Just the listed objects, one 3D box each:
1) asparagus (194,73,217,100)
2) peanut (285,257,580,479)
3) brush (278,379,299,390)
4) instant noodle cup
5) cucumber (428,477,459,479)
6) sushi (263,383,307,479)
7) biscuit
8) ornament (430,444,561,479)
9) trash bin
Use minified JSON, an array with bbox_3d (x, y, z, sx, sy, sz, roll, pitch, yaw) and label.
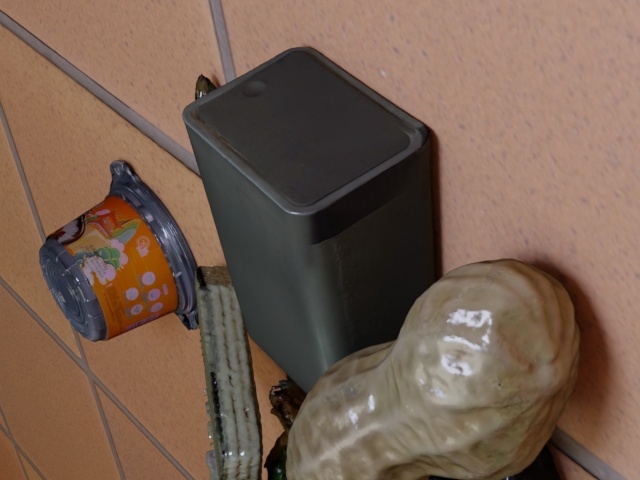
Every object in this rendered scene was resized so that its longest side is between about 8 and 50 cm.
[{"bbox_3d":[-0.075,-0.072,1.300,0.036,0.030,0.165,-113,-1,-71],"label":"asparagus"},{"bbox_3d":[0.073,0.122,1.027,0.298,0.120,0.136,-42,74,42],"label":"peanut"},{"bbox_3d":[0.023,0.233,1.485,0.218,0.010,0.082,62,156,-7],"label":"brush"},{"bbox_3d":[-0.229,0.032,1.614,0.208,0.125,0.177,61,157,-2],"label":"instant noodle cup"},{"bbox_3d":[0.096,0.201,1.255,0.181,0.053,0.053,49,155,30],"label":"cucumber"},{"bbox_3d":[0.009,0.248,1.363,0.149,0.140,0.287,43,148,28],"label":"sushi"},{"bbox_3d":[-0.089,0.132,1.421,0.150,0.052,0.252,98,165,-53],"label":"biscuit"},{"bbox_3d":[0.092,0.217,1.164,0.236,0.080,0.202,-9,98,47],"label":"ornament"},{"bbox_3d":[0.000,0.000,1.124,0.164,0.122,0.240,41,153,38],"label":"trash bin"}]
